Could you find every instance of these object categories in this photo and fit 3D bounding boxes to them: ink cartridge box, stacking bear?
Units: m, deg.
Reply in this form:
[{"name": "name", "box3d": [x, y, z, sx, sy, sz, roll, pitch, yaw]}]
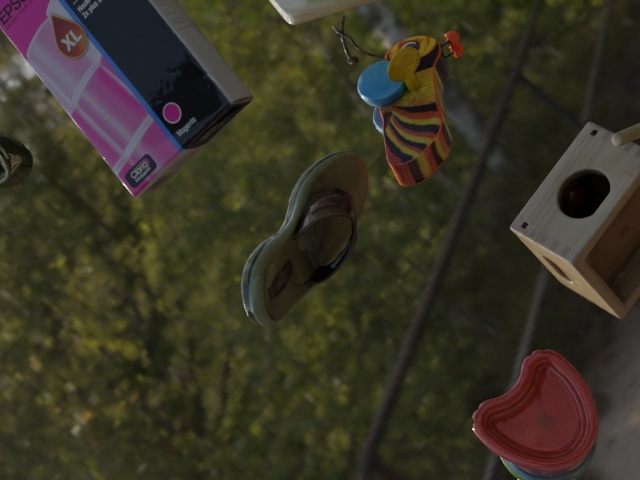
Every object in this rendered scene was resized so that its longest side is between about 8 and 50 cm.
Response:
[{"name": "ink cartridge box", "box3d": [-0.256, -0.246, 1.605, 0.176, 0.371, 0.069, -41, -7, 26]}, {"name": "stacking bear", "box3d": [0.344, 0.309, 2.176, 0.175, 0.164, 0.289, -44, -20, -10]}]

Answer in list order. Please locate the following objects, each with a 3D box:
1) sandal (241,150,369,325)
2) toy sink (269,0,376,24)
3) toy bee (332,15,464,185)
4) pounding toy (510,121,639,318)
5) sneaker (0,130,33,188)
[{"name": "sandal", "box3d": [0.000, 0.002, 1.815, 0.086, 0.120, 0.303, -2, 39, 33]}, {"name": "toy sink", "box3d": [0.036, -0.410, 1.944, 0.234, 0.131, 0.153, -18, 29, -7]}, {"name": "toy bee", "box3d": [0.131, -0.227, 1.957, 0.162, 0.298, 0.195, -24, -17, 7]}, {"name": "pounding toy", "box3d": [0.275, -0.063, 1.305, 0.206, 0.094, 0.181, -53, -43, -3]}, {"name": "sneaker", "box3d": [-0.335, -0.074, 1.391, 0.064, 0.086, 0.192, -61, -27, 4]}]
